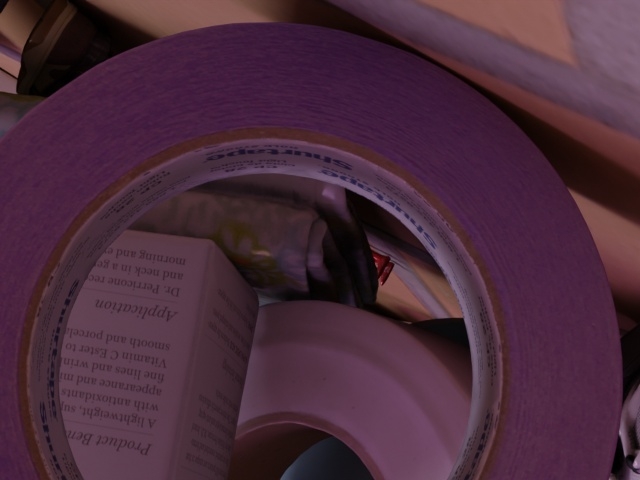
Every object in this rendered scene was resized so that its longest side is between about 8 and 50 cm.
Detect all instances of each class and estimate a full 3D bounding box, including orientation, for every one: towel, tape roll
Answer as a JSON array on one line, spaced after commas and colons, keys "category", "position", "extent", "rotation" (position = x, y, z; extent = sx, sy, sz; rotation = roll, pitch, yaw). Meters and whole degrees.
[{"category": "towel", "position": [-0.153, -0.020, 0.973], "extent": [0.374, 0.090, 0.320], "rotation": [9, 168, 6]}, {"category": "tape roll", "position": [0.000, 0.180, 0.901], "extent": [0.286, 0.286, 0.100], "rotation": [25, -177, 31]}, {"category": "tape roll", "position": [-0.022, 0.055, 0.618], "extent": [0.275, 0.275, 0.090], "rotation": [29, 173, 2]}]

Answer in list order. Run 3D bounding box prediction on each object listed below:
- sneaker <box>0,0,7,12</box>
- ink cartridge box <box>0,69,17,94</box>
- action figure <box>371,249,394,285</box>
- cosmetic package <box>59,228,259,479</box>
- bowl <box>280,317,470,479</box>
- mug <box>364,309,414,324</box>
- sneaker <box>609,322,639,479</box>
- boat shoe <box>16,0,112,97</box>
[{"category": "sneaker", "position": [-0.229, -0.144, 0.747], "extent": [0.121, 0.111, 0.300], "rotation": [37, 169, -30]}, {"category": "ink cartridge box", "position": [-0.339, -0.123, 1.333], "extent": [0.181, 0.104, 0.061], "rotation": [33, 173, -25]}, {"category": "action figure", "position": [0.000, 0.000, 1.169], "extent": [0.115, 0.030, 0.038], "rotation": [29, 178, 17]}, {"category": "cosmetic package", "position": [-0.130, 0.093, 0.816], "extent": [0.151, 0.183, 0.151], "rotation": [9, 168, 9]}, {"category": "bowl", "position": [0.109, 0.163, 1.047], "extent": [0.312, 0.163, 0.311], "rotation": [6, -156, -3]}, {"category": "mug", "position": [0.074, 0.202, 1.498], "extent": [0.328, 0.276, 0.374], "rotation": [24, 142, 2]}, {"category": "sneaker", "position": [0.177, 0.105, 0.802], "extent": [0.146, 0.122, 0.330], "rotation": [26, 172, 12]}, {"category": "boat shoe", "position": [-0.152, -0.103, 0.918], "extent": [0.049, 0.056, 0.152], "rotation": [35, 173, -4]}]
